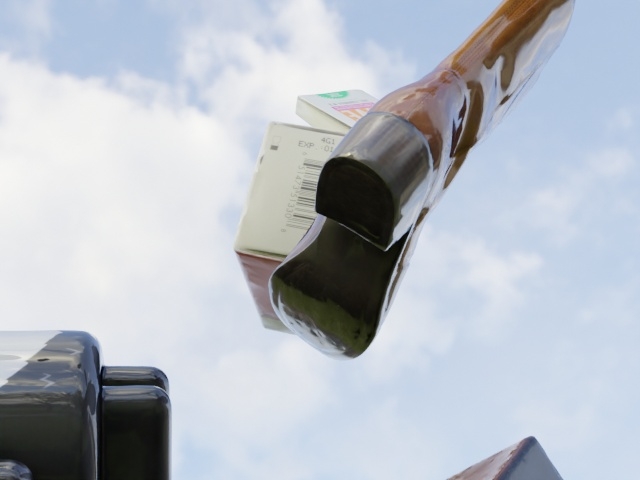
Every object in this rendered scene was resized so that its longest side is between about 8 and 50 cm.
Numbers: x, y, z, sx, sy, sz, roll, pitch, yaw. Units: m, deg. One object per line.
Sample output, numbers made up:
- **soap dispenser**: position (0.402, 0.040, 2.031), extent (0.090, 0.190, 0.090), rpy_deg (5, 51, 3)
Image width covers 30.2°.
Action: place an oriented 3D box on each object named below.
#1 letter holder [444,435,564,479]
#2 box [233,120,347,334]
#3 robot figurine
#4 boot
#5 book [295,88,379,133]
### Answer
- **letter holder**: position (0.042, 0.285, 0.738), extent (0.214, 0.302, 0.152), rpy_deg (-34, -91, 34)
- **box**: position (0.000, 0.000, 1.244), extent (0.127, 0.148, 0.232), rpy_deg (10, -21, 9)
- **robot figurine**: position (-0.253, 0.149, 0.899), extent (0.278, 0.173, 0.209), rpy_deg (0, -30, -8)
- **boot**: position (0.079, -0.061, 0.927), extent (0.096, 0.280, 0.264), rpy_deg (30, -38, 18)
- **book**: position (0.051, -0.135, 1.368), extent (0.096, 0.144, 0.035), rpy_deg (-12, -57, -34)
